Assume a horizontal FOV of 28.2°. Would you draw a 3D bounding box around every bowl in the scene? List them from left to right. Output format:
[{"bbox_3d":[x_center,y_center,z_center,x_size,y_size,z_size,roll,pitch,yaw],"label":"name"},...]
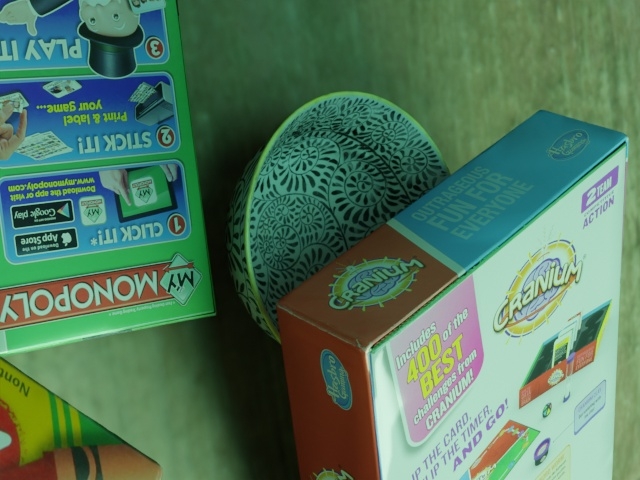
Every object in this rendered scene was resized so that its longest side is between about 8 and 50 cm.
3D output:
[{"bbox_3d":[0.000,0.000,0.768,0.170,0.080,0.170,3,86,-39],"label":"bowl"}]

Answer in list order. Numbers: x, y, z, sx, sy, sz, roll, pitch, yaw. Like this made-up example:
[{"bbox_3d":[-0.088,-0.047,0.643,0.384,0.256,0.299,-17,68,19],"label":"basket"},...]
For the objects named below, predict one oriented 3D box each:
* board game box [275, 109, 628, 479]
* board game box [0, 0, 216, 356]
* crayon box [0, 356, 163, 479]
[{"bbox_3d":[0.093,0.114,0.773,0.242,0.064,0.316,-35,133,-36],"label":"board game box"},{"bbox_3d":[-0.203,-0.042,0.624,0.317,0.046,0.214,-9,95,-40],"label":"board game box"},{"bbox_3d":[-0.191,0.182,0.478,0.202,0.081,0.318,41,44,-32],"label":"crayon box"}]
